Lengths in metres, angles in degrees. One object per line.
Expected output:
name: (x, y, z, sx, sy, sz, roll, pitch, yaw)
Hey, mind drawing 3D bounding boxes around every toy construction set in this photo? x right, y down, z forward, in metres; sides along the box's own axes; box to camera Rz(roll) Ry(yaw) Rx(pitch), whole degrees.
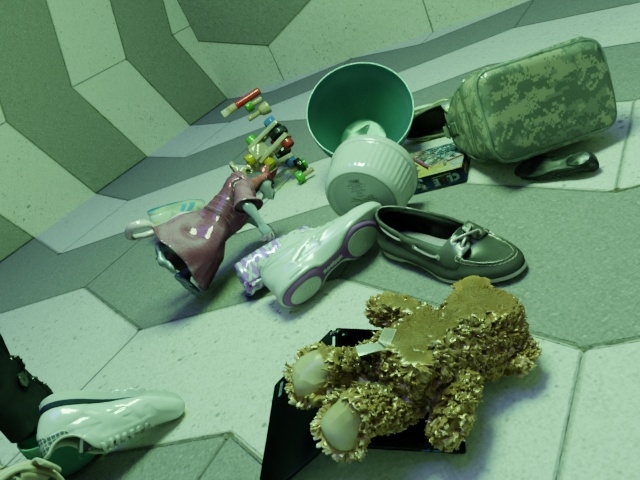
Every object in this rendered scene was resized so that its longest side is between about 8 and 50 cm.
toy construction set: (-0.217, -0.292, 1.791, 0.237, 0.309, 0.257, -34, 18, -5)

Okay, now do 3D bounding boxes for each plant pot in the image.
plant pot: (0.118, -0.323, 1.587, 0.290, 0.290, 0.195, -26, -18, 0)

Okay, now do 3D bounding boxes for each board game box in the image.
board game box: (0.248, -0.173, 1.396, 0.243, 0.042, 0.165, -12, 29, 27)

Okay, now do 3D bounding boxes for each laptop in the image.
laptop: (0.051, 0.250, 0.814, 0.264, 0.137, 0.234, 3, 29, 1)

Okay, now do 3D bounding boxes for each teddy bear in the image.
teddy bear: (0.120, 0.168, 0.738, 0.338, 0.113, 0.245, -31, 37, -33)

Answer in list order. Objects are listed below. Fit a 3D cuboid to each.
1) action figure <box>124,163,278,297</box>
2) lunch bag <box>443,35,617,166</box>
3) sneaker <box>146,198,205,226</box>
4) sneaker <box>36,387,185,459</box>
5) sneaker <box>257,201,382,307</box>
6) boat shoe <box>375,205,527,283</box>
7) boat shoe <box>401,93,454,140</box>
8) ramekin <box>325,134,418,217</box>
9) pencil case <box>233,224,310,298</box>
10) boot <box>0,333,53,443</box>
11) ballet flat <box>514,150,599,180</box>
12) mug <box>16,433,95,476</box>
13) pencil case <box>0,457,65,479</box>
action figure: (-0.243, -0.058, 1.354, 0.370, 0.275, 0.248, -55, 6, -17)
lunch bag: (0.449, -0.297, 1.238, 0.304, 0.213, 0.256, -20, 10, -3)
sneaker: (-0.473, -0.083, 1.862, 0.087, 0.092, 0.228, -8, 11, 38)
sneaker: (-0.342, 0.306, 0.932, 0.234, 0.090, 0.095, 2, 47, -27)
sneaker: (0.000, 0.000, 1.168, 0.305, 0.114, 0.152, -37, 50, -18)
boat shoe: (0.217, 0.000, 1.034, 0.112, 0.096, 0.335, -38, 28, -24)
boat shoe: (0.362, -0.348, 1.553, 0.304, 0.109, 0.091, -12, 29, 41)
ramekin: (0.107, -0.122, 1.256, 0.207, 0.207, 0.109, -8, 40, 34)
pencil case: (-0.096, 0.044, 1.256, 0.206, 0.086, 0.088, -32, 21, -12)
boot: (-0.528, 0.247, 0.899, 0.094, 0.207, 0.246, -29, 20, -6)
ballet flat: (0.478, -0.145, 1.144, 0.173, 0.049, 0.058, -1, 62, 50)
mug: (-0.454, 0.347, 1.005, 0.129, 0.097, 0.158, -28, 25, -3)
pencil case: (-0.574, 0.421, 0.893, 0.410, 0.160, 0.184, -10, 62, 32)
